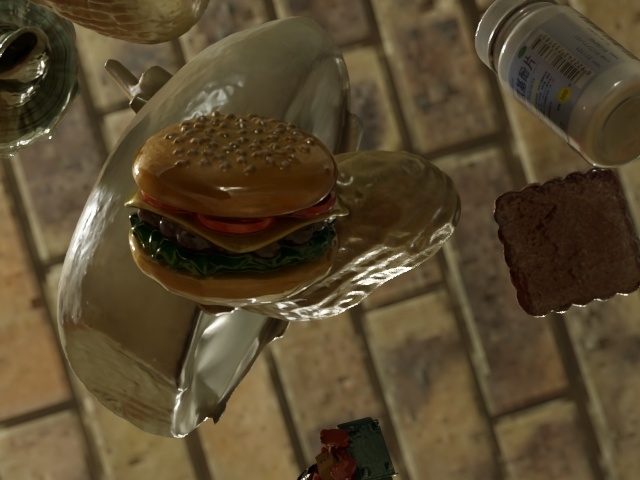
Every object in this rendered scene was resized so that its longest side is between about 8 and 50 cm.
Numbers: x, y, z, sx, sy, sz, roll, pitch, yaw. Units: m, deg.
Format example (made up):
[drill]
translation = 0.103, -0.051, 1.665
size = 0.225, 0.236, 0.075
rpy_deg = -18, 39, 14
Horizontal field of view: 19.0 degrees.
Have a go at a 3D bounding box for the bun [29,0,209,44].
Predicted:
[bun]
translation = -0.162, -0.220, 1.149
size = 0.210, 0.116, 0.237
rpy_deg = 16, 156, 50

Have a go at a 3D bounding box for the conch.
[conch]
translation = -0.322, -0.180, 1.797
size = 0.386, 0.203, 0.169
rpy_deg = 122, 131, -71

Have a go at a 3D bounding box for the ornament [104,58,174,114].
[ornament]
translation = -0.153, -0.145, 2.181
size = 0.230, 0.061, 0.245
rpy_deg = 24, -165, -43

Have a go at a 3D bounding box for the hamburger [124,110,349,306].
[hamburger]
translation = -0.060, -0.023, 1.352
size = 0.162, 0.162, 0.115
rpy_deg = -119, 27, -58

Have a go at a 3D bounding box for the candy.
[candy]
translation = -0.107, -0.026, 1.856
size = 0.186, 0.427, 0.386
rpy_deg = 28, 172, 17

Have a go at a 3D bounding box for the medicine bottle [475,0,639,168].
[medicine bottle]
translation = 0.232, -0.155, 1.779
size = 0.186, 0.103, 0.102
rpy_deg = 47, 157, 40

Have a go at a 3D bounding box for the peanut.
[peanut]
translation = 0.000, 0.000, 1.572
size = 0.197, 0.233, 0.110
rpy_deg = 6, -127, -62

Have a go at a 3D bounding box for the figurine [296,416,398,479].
[figurine]
translation = 0.021, 0.206, 1.659
size = 0.140, 0.075, 0.068
rpy_deg = 114, 139, -58

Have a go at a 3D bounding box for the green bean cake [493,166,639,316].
[green bean cake]
translation = 0.252, 0.001, 1.928
size = 0.056, 0.136, 0.135
rpy_deg = -14, -91, -78
